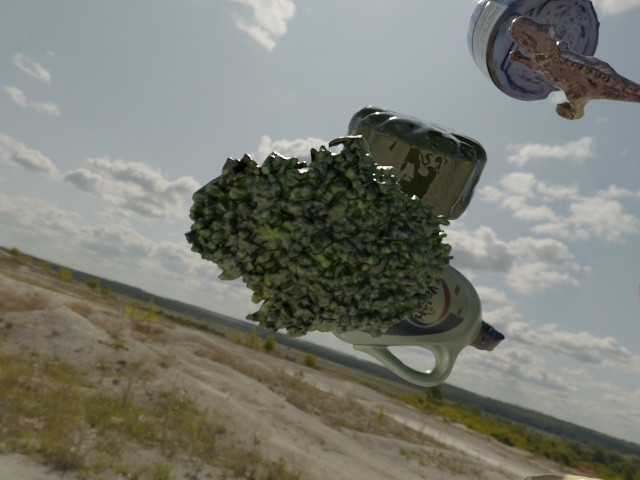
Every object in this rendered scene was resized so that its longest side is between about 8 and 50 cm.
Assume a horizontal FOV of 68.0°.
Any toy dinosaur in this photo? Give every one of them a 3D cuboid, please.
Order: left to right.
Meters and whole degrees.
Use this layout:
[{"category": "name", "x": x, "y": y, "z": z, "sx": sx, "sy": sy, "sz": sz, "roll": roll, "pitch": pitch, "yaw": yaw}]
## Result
[{"category": "toy dinosaur", "x": 0.347, "y": -0.199, "z": 0.603, "sx": 0.251, "sy": 0.072, "sz": 0.200, "roll": 42, "pitch": 17, "yaw": 7}]

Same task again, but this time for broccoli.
[{"category": "broccoli", "x": 0.000, "y": 0.000, "z": 0.594, "sx": 0.288, "sy": 0.248, "sz": 0.245, "roll": 42, "pitch": 0, "yaw": -3}]

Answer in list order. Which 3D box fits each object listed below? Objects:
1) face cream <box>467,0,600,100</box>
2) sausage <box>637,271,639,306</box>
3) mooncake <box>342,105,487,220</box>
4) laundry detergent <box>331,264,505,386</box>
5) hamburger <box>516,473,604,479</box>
[{"category": "face cream", "x": 0.492, "y": -0.477, "z": 1.121, "sx": 0.249, "sy": 0.225, "sz": 0.249, "roll": 2, "pitch": -54, "yaw": 2}, {"category": "sausage", "x": 0.378, "y": 0.036, "z": 0.515, "sx": 0.053, "sy": 0.053, "sz": 0.348, "roll": 9, "pitch": -15, "yaw": 35}, {"category": "mooncake", "x": 0.226, "y": -0.206, "z": 1.177, "sx": 0.357, "sy": 0.194, "sz": 0.356, "roll": 17, "pitch": 25, "yaw": -8}, {"category": "laundry detergent", "x": 0.179, "y": 0.138, "z": 0.830, "sx": 0.281, "sy": 0.214, "sz": 0.105, "roll": 28, "pitch": -5, "yaw": -3}, {"category": "hamburger", "x": 0.281, "y": 0.334, "z": 0.412, "sx": 0.302, "sy": 0.170, "sz": 0.302, "roll": 20, "pitch": -31, "yaw": 12}]
